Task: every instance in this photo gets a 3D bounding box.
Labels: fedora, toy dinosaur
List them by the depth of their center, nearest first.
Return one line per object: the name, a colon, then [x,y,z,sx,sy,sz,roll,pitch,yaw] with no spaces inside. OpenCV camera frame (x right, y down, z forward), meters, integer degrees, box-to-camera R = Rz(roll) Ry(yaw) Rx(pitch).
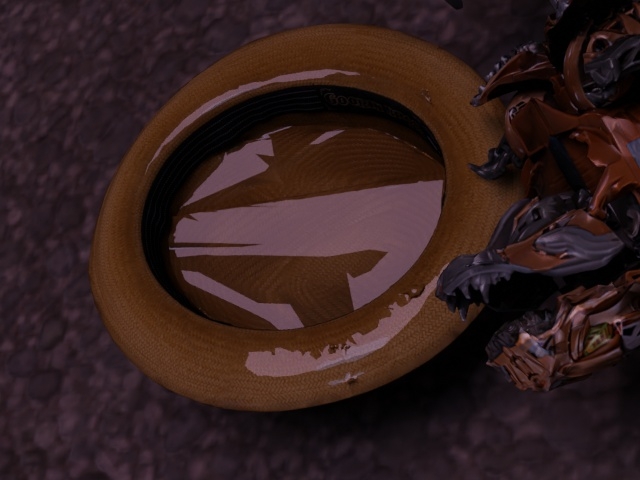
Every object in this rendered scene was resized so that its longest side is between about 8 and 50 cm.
toy dinosaur: [0.136,-0.091,0.743,0.164,0.218,0.322,-48,2,45]
fedora: [0.000,0.000,0.809,0.194,0.079,0.194,-10,59,17]
